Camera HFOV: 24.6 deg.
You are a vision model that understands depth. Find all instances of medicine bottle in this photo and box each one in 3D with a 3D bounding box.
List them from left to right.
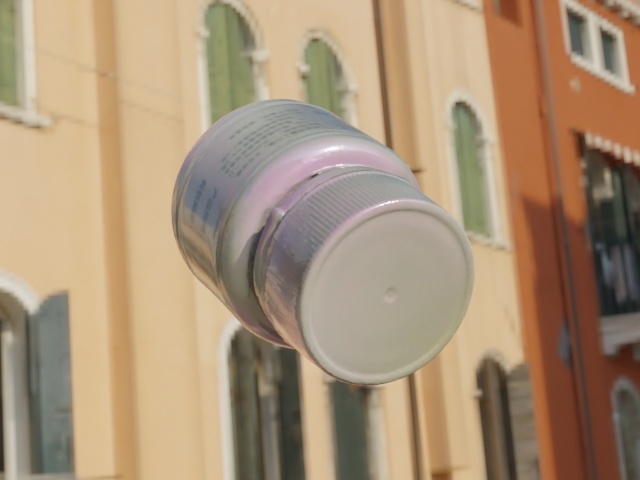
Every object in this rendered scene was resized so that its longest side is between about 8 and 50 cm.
[{"bbox_3d":[0.000,0.000,1.532,0.241,0.241,0.302,3,19,-29],"label":"medicine bottle"}]
